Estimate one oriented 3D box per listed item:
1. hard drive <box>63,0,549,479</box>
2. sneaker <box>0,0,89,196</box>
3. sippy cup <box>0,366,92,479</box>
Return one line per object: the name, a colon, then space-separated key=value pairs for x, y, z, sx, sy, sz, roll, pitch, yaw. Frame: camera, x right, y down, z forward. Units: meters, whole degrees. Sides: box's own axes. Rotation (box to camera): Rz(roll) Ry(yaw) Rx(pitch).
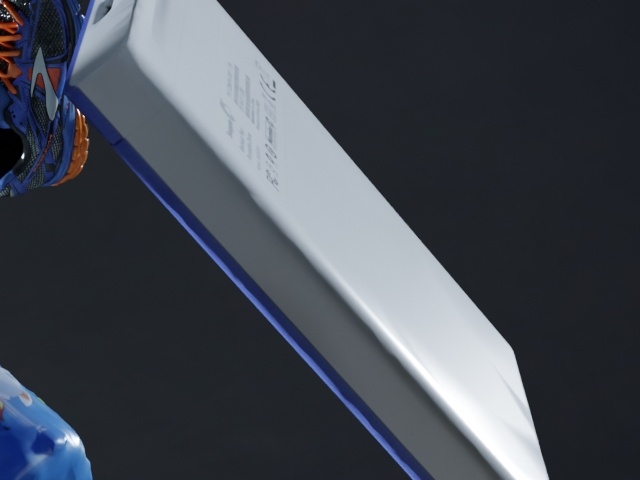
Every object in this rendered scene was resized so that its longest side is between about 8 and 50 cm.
hard drive: x=0.000 y=0.000 z=0.873 sx=0.040 sy=0.318 sz=0.210 roll=-36 pitch=21 yaw=14
sneaker: x=-0.224 y=-0.122 z=1.283 sx=0.083 sy=0.221 sz=0.087 roll=19 pitch=40 yaw=29
sippy cup: x=-0.273 y=0.139 z=1.064 sx=0.224 sy=0.240 sz=0.305 roll=29 pitch=21 yaw=16
